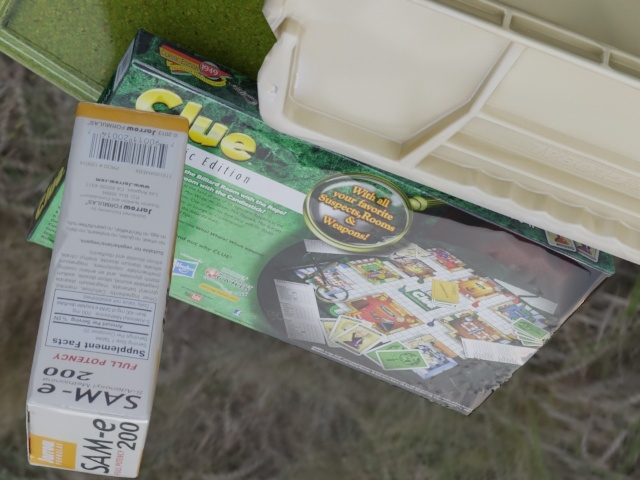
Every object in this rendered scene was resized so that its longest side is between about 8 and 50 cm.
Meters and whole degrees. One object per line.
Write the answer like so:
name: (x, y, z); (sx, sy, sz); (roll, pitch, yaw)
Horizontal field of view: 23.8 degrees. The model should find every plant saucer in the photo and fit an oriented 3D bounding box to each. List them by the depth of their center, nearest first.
plant saucer: (-0.074, -0.117, 0.718); (0.188, 0.045, 0.188); (33, 128, -9)

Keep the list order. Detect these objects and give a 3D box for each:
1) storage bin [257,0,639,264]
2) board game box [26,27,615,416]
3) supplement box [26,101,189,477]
storage bin: (0.125, -0.143, 0.604); (0.260, 0.262, 0.123); (19, 157, -11)
board game box: (0.000, 0.000, 0.755); (0.259, 0.030, 0.136); (24, 135, -18)
supplement box: (-0.064, 0.016, 0.465); (0.036, 0.098, 0.062); (8, 156, -6)
